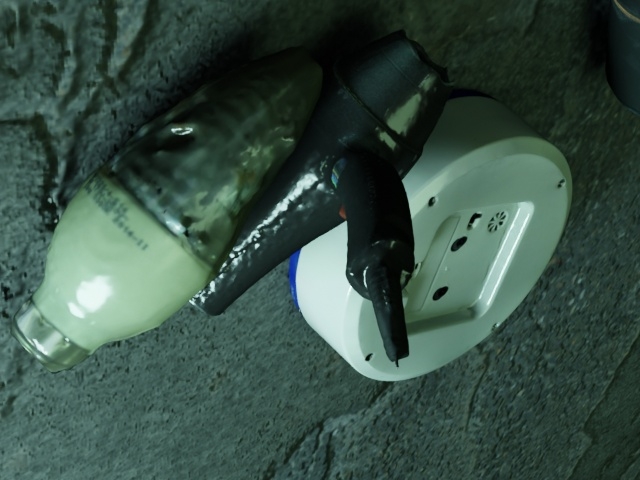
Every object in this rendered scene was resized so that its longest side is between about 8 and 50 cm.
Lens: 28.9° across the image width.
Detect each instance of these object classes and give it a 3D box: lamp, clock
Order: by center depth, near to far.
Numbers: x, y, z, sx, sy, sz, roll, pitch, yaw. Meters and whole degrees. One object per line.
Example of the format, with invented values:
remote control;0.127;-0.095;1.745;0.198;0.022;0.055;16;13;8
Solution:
lamp;-0.090;-0.019;0.749;0.250;0.101;0.101;-46;144;0
clock;0.089;0.000;0.960;0.230;0.083;0.230;-24;137;-25

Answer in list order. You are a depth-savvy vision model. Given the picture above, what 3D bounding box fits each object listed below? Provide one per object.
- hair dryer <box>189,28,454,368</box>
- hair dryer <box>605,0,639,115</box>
hair dryer;0.000;0.000;0.741;0.091;0.272;0.235;39;105;-22
hair dryer;0.364;-0.251;0.983;0.352;0.107;0.189;-37;146;-21
